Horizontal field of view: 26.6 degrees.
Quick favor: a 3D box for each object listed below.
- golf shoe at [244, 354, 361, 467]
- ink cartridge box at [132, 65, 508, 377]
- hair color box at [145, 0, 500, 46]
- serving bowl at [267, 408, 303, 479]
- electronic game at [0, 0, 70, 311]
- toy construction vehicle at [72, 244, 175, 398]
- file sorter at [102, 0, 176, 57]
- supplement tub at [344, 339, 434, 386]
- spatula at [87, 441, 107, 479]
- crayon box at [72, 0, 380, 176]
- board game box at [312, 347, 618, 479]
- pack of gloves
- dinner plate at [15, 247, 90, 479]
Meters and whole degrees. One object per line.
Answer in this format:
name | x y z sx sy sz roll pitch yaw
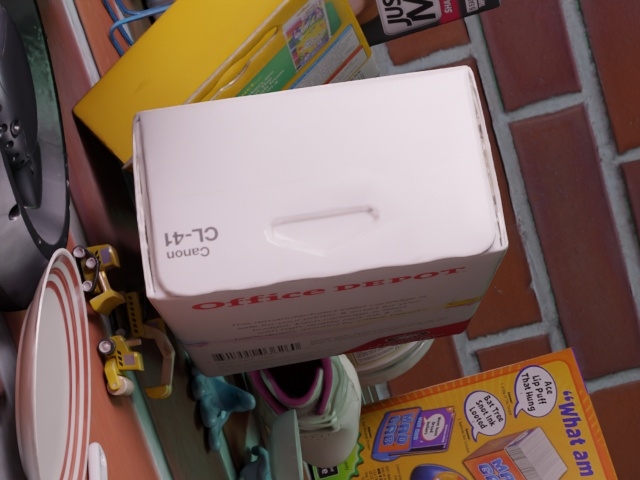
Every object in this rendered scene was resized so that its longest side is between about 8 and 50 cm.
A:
golf shoe | -0.026 0.139 1.310 0.140 0.115 0.306 -95 171 -49
ink cartridge box | 0.000 0.000 0.965 0.306 0.226 0.131 89 -7 -74
hair color box | 0.001 -0.301 1.514 0.185 0.375 0.113 67 8 -59
serving bowl | -0.032 0.193 1.207 0.083 0.027 0.083 -5 90 -90
electronic game | -0.170 -0.077 0.681 0.229 0.048 0.229 171 -90 -90
toy construction vehicle | -0.124 0.053 0.881 0.086 0.035 0.098 57 17 -75
file sorter | -0.138 -0.213 1.232 0.118 0.105 0.170 66 10 -65
supplement tub | 0.016 0.009 1.500 0.325 0.235 0.235 67 8 -58
spatula | -0.093 0.234 0.727 0.242 0.019 0.168 -101 173 -46
crayon box | -0.066 -0.126 1.062 0.083 0.203 0.323 45 1 10
board game box | 0.214 0.410 1.735 0.356 0.356 0.356 67 8 -56
pack of gloves | -0.059 0.177 1.193 0.232 0.046 0.195 -64 137 -83
dinner plate | -0.132 0.074 0.666 0.141 0.017 0.141 0 90 -89
